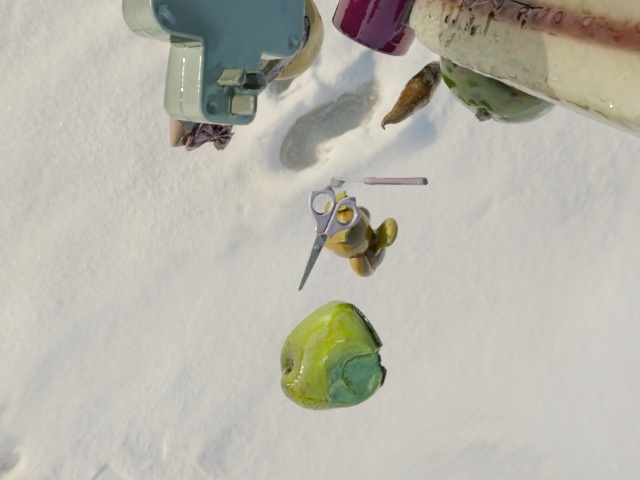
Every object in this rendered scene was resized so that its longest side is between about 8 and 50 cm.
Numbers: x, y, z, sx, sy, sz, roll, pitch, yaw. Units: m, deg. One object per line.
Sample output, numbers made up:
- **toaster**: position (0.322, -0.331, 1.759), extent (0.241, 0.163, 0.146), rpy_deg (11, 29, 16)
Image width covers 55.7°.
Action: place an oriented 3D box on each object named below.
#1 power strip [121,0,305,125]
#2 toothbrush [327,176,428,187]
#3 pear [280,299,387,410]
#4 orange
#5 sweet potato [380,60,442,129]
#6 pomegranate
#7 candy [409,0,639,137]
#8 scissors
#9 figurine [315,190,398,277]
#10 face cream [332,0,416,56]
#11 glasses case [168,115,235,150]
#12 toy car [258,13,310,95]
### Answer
- **power strip**: position (-0.118, -0.277, 0.759), extent (0.229, 0.141, 0.261), rpy_deg (-4, 103, -43)
- **toothbrush**: position (0.137, -0.150, 1.571), extent (0.024, 0.354, 0.029), rpy_deg (42, 69, -34)
- **pear**: position (0.021, 0.322, 1.560), extent (0.292, 0.159, 0.292), rpy_deg (-8, 107, -27)
- **orange**: position (-0.114, -0.571, 1.623), extent (0.235, 0.279, 0.279), rpy_deg (-29, 87, -12)
- **sweet potato**: position (0.181, -0.277, 1.165), extent (0.060, 0.068, 0.206), rpy_deg (41, 64, 3)
- **pomegranate**: position (0.344, -0.344, 1.040), extent (0.236, 0.236, 0.302), rpy_deg (35, 84, -5)
- **candy**: position (0.233, -0.162, 0.482), extent (0.179, 0.321, 0.135), rpy_deg (11, 114, -32)
- **scissors**: position (0.000, 0.000, 1.046), extent (0.100, 0.015, 0.189), rpy_deg (24, 87, -15)
- **figurine**: position (0.100, -0.010, 1.712), extent (0.228, 0.215, 0.215), rpy_deg (17, 76, -23)
- **face cream**: position (0.136, -0.493, 1.207), extent (0.175, 0.195, 0.175), rpy_deg (19, 32, -12)
- **glasses case**: position (-0.284, -0.265, 1.516), extent (0.193, 0.070, 0.102), rpy_deg (-20, 124, -45)
- **toy car**: position (-0.212, -0.434, 1.095), extent (0.226, 0.242, 0.336), rpy_deg (-19, 79, -49)
